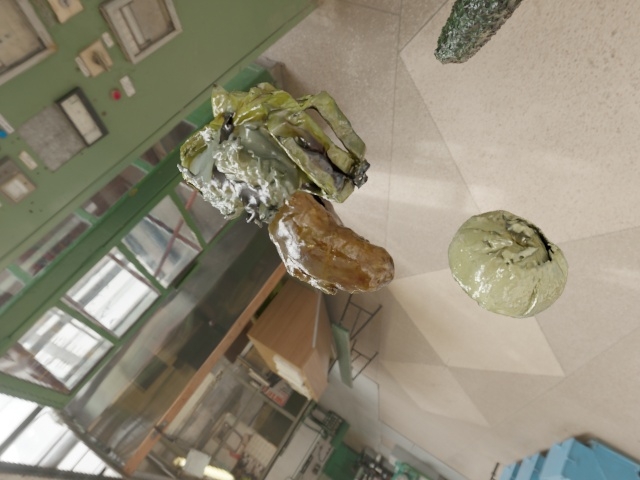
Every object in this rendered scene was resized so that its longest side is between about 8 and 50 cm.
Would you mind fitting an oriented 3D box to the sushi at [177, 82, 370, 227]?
[{"bbox_3d":[-0.081,-0.097,0.467,0.139,0.131,0.291,48,161,-30],"label":"sushi"}]

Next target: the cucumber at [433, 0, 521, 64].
[{"bbox_3d":[0.260,-0.379,0.728,0.096,0.096,0.359,38,-174,0],"label":"cucumber"}]

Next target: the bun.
[{"bbox_3d":[0.419,0.035,0.920,0.259,0.259,0.152,30,136,16],"label":"bun"}]

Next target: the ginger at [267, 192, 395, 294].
[{"bbox_3d":[0.000,0.000,0.851,0.321,0.172,0.165,47,-158,16],"label":"ginger"}]
